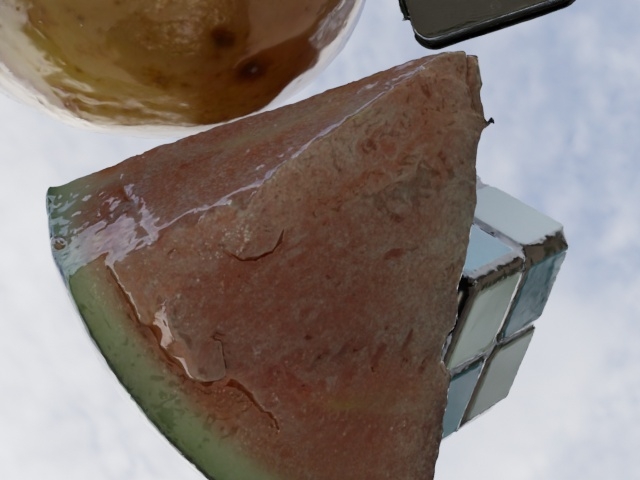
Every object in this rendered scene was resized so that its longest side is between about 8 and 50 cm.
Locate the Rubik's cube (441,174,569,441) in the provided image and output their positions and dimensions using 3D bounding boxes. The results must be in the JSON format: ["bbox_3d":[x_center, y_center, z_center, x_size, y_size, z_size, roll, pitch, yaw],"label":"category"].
[{"bbox_3d":[0.067,0.043,1.175,0.167,0.180,0.183,-22,-40,-50],"label":"Rubik's cube"}]

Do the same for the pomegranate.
[{"bbox_3d":[-0.160,-0.256,1.086,0.410,0.410,0.410,-11,-66,-26],"label":"pomegranate"}]

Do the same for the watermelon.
[{"bbox_3d":[-0.031,0.012,0.929,0.283,0.250,0.293,39,-106,-31],"label":"watermelon"}]

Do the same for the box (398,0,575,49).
[{"bbox_3d":[0.102,-0.173,0.928,0.122,0.069,0.084,-18,-84,12],"label":"box"}]
